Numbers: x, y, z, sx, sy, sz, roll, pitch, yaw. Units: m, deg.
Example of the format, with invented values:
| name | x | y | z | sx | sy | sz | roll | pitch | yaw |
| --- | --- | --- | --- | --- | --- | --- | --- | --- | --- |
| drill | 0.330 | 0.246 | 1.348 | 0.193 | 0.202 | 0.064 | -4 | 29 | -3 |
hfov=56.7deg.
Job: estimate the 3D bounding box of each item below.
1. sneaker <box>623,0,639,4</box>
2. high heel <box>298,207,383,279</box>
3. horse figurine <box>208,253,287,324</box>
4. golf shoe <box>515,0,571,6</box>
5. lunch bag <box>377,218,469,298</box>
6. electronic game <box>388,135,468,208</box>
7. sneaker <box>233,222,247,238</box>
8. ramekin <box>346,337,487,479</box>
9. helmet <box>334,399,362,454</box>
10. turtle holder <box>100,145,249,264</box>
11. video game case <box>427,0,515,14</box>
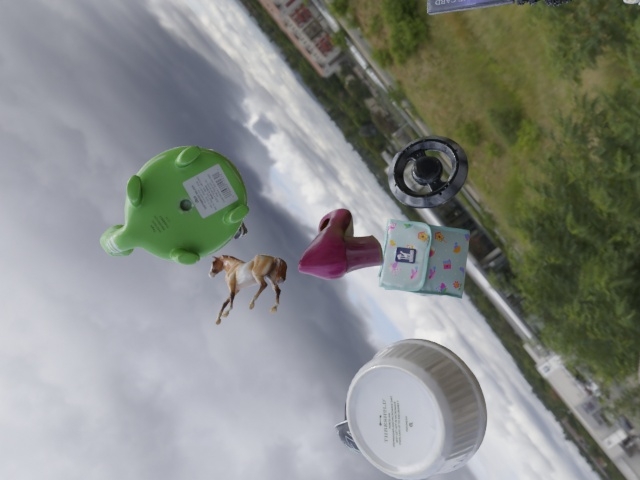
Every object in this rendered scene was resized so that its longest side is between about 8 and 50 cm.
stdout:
| name | x | y | z | sx | sy | sz | roll | pitch | yaw |
| --- | --- | --- | --- | --- | --- | --- | --- | --- | --- |
| sneaker | 0.769 | -0.610 | 1.393 | 0.108 | 0.293 | 0.169 | 55 | 152 | 13 |
| high heel | 0.000 | 0.000 | 1.380 | 0.377 | 0.181 | 0.127 | -152 | 57 | -74 |
| horse figurine | -0.161 | 0.092 | 1.356 | 0.066 | 0.263 | 0.174 | 39 | -133 | -38 |
| golf shoe | 0.500 | -0.563 | 1.287 | 0.077 | 0.198 | 0.093 | -12 | 89 | 57 |
| lunch bag | 0.307 | 0.057 | 1.818 | 0.262 | 0.223 | 0.160 | 10 | 176 | -19 |
| electronic game | 0.302 | -0.195 | 1.676 | 0.229 | 0.229 | 0.048 | 56 | -174 | 33 |
| sneaker | -0.284 | -0.075 | 1.801 | 0.178 | 0.072 | 0.077 | 59 | -165 | 13 |
| ramekin | 0.173 | 0.333 | 1.154 | 0.127 | 0.273 | 0.273 | -4 | -128 | -53 |
| helmet | 0.126 | 0.474 | 1.539 | 0.169 | 0.169 | 0.161 | 44 | -130 | -34 |
| turtle holder | -0.308 | -0.058 | 1.308 | 0.243 | 0.320 | 0.227 | 31 | -177 | -13 |
| video game case | 0.335 | -0.657 | 1.319 | 0.026 | 0.196 | 0.274 | -14 | -74 | -60 |
